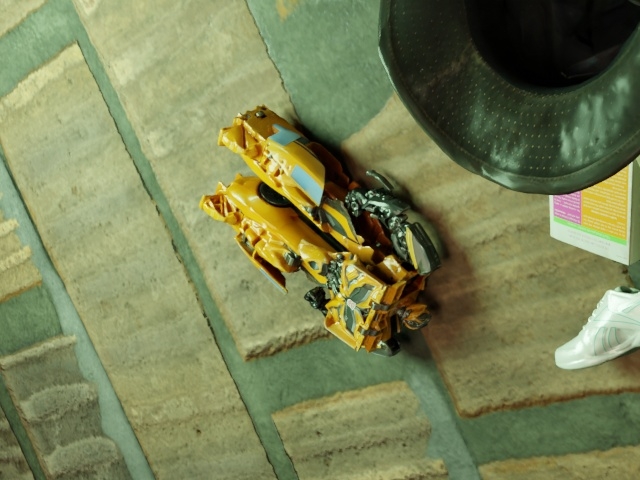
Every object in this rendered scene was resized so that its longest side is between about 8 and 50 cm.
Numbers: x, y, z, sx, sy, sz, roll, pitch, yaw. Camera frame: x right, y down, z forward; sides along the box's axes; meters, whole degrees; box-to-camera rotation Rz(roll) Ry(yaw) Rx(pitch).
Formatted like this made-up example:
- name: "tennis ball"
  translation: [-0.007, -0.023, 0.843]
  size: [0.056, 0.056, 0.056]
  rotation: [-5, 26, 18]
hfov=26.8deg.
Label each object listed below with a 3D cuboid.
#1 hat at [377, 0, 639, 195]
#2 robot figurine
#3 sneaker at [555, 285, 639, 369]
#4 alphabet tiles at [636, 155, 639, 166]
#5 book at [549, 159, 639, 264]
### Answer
- name: "hat"
  translation: [0.194, -0.198, 0.966]
  size: [0.331, 0.134, 0.331]
  rotation: [2, 93, 44]
- name: "robot figurine"
  translation: [0.000, 0.000, 1.429]
  size: [0.291, 0.085, 0.211]
  rotation: [43, 138, 23]
- name: "sneaker"
  translation: [0.268, 0.075, 1.208]
  size: [0.152, 0.054, 0.061]
  rotation: [-31, 78, 45]
- name: "alphabet tiles"
  translation: [0.361, -0.019, 0.982]
  size: [0.237, 0.009, 0.198]
  rotation: [-21, 97, 49]
- name: "book"
  translation: [0.240, -0.061, 1.172]
  size: [0.096, 0.035, 0.144]
  rotation: [20, 125, 44]
